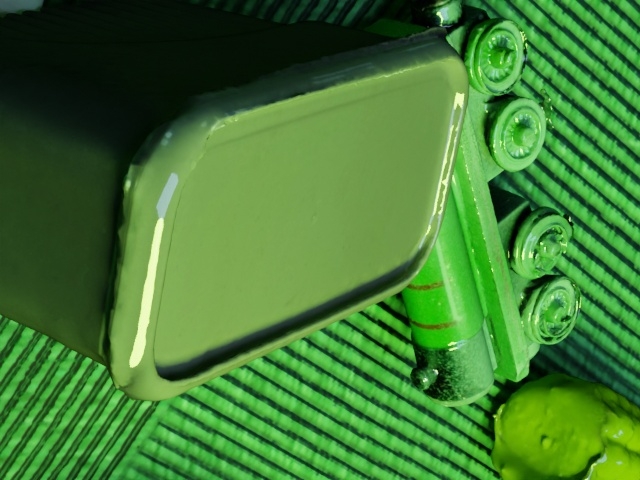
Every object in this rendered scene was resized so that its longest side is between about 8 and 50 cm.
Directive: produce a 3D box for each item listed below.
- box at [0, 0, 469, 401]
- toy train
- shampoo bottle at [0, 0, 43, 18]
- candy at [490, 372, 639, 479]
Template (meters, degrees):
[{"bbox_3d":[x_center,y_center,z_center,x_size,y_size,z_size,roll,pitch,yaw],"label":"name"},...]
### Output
[{"bbox_3d":[-0.068,-0.042,0.877,0.274,0.178,0.138,-21,127,-58],"label":"box"},{"bbox_3d":[0.074,-0.019,1.090,0.119,0.085,0.251,-35,125,-29],"label":"toy train"},{"bbox_3d":[-0.179,-0.066,0.917,0.077,0.045,0.152,3,109,-39],"label":"shampoo bottle"},{"bbox_3d":[0.194,0.157,1.257,0.209,0.096,0.097,34,88,-45],"label":"candy"}]
